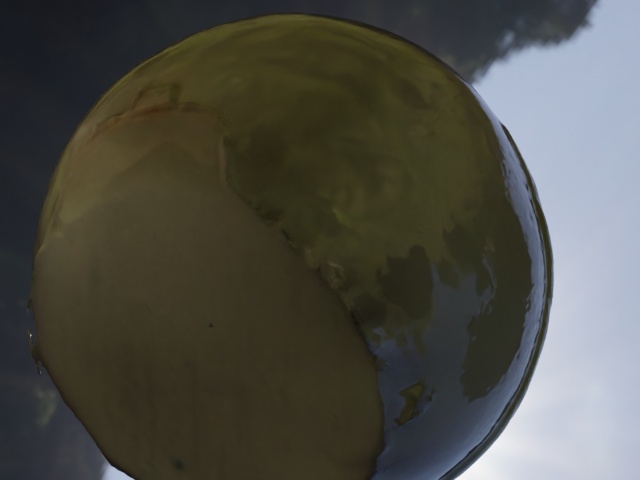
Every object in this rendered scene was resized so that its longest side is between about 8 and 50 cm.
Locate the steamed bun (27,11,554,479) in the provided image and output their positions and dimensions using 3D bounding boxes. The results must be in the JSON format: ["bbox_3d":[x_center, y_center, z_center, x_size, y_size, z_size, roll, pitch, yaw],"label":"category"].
[{"bbox_3d":[0.000,0.000,1.013,0.309,0.309,0.309,-44,-152,31],"label":"steamed bun"}]
